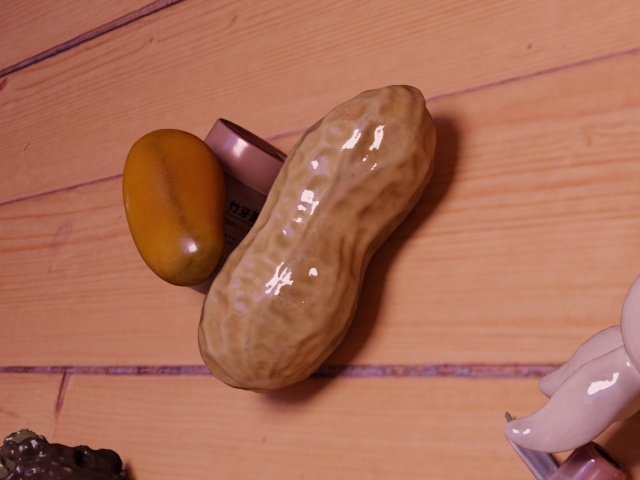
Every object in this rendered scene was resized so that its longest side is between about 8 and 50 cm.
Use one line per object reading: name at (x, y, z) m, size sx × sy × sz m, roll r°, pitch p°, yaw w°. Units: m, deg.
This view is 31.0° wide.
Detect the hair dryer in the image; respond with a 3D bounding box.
hair dryer at (0.151, 0.144, 0.768) m, size 0.063 × 0.037 × 0.114 m, roll -53°, pitch 30°, yaw 10°

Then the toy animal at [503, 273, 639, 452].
toy animal at (0.217, 0.069, 0.691) m, size 0.104 × 0.130 × 0.221 m, roll -60°, pitch -1°, yaw -46°

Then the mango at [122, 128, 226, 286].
mango at (-0.124, -0.026, 1.015) m, size 0.102 × 0.084 × 0.184 m, roll -55°, pitch 40°, yaw 28°

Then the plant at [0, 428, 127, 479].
plant at (-0.255, 0.259, 1.116) m, size 0.203 × 0.142 × 0.131 m, roll 20°, pitch 94°, yaw 45°

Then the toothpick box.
toothpick box at (-0.096, -0.031, 1.122) m, size 0.149 × 0.098 × 0.098 m, roll -57°, pitch 36°, yaw 9°

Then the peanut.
peanut at (0.000, 0.000, 0.965) m, size 0.298 × 0.120 × 0.136 m, roll -60°, pitch 32°, yaw 5°
